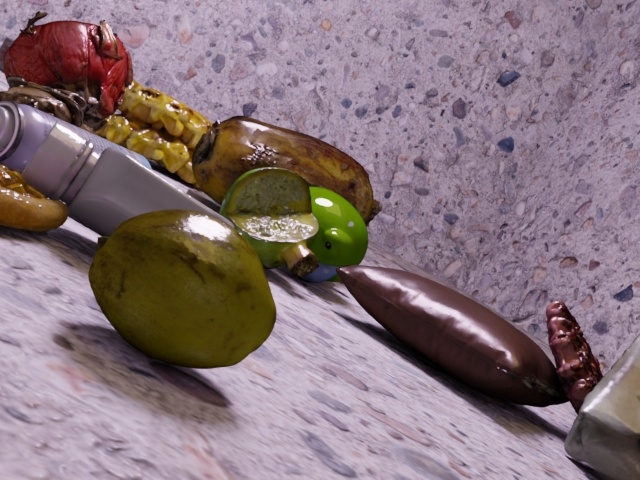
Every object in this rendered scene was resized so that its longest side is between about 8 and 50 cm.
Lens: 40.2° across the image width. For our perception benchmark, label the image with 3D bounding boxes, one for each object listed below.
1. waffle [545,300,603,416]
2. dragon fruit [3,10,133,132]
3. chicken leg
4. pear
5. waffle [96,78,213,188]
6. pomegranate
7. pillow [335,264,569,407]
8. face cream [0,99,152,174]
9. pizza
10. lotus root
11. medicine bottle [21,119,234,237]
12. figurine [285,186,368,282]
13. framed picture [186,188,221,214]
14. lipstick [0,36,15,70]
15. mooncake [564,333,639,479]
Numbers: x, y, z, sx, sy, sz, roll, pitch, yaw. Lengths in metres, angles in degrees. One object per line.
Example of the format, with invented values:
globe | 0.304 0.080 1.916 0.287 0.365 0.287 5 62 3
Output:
waffle | 0.397 0.208 1.318 0.234 0.056 0.221 51 23 -40
dragon fruit | -0.427 -0.260 1.510 0.219 0.224 0.148 2 60 -34
chicken leg | -0.395 -0.183 1.317 0.125 0.080 0.196 16 -7 44
pear | -0.092 0.031 0.593 0.131 0.107 0.107 36 2 -16
waffle | -0.309 -0.219 1.864 0.261 0.151 0.324 28 5 21
pomegranate | -0.070 -0.014 1.241 0.143 0.122 0.169 -15 74 -43
pillow | 0.204 0.139 1.286 0.305 0.108 0.308 31 1 32
face cream | -0.289 -0.095 0.968 0.075 0.075 0.229 32 5 34
pizza | -0.286 -0.052 0.702 0.178 0.041 0.131 26 4 -40
lotus root | -0.051 -0.100 1.566 0.398 0.179 0.196 22 -26 -31
medicine bottle | -0.176 -0.031 0.794 0.183 0.069 0.119 32 -19 -19
figurine | 0.000 0.000 1.422 0.162 0.143 0.263 46 -4 14
framed picture | -0.121 -0.029 1.702 0.213 0.016 0.289 31 4 15
lipstick | -0.593 -0.349 1.930 0.371 0.076 0.080 32 3 37
mooncake | 0.471 0.253 1.123 0.250 0.136 0.254 31 47 26
